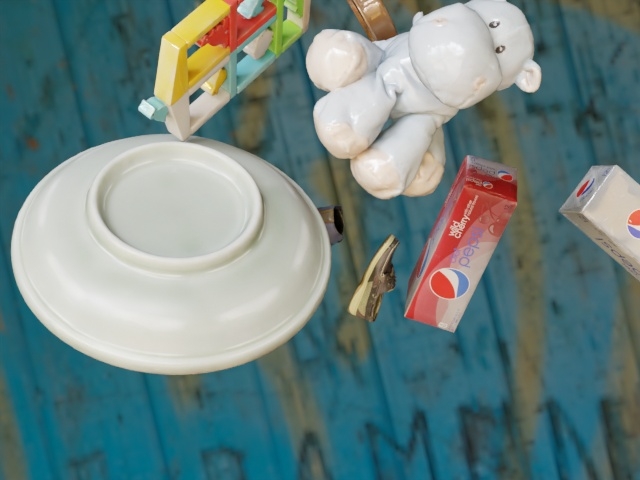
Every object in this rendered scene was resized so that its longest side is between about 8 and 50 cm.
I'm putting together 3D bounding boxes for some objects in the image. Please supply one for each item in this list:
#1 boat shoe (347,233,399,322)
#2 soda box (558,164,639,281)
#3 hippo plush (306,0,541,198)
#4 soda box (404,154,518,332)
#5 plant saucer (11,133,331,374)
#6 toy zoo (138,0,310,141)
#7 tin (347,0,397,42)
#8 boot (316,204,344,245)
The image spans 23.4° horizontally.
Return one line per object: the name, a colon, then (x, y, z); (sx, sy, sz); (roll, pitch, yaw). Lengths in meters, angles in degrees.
boat shoe: (0.089, 0.057, 2.290); (0.056, 0.049, 0.152); (-50, -13, -52)
soda box: (0.515, 0.006, 2.408); (0.098, 0.286, 0.091); (-53, 12, -7)
hippo plush: (0.156, -0.183, 1.890); (0.237, 0.234, 0.294); (-15, 3, 41)
soda box: (0.206, 0.006, 2.279); (0.083, 0.263, 0.092); (18, 36, -5)
plant saucer: (-0.181, -0.017, 1.913); (0.401, 0.400, 0.100); (-14, -39, -20)
toy zoo: (-0.115, -0.244, 1.922); (0.293, 0.030, 0.192); (-45, -19, -26)
tin: (0.050, -0.334, 2.066); (0.040, 0.189, 0.106); (-30, -16, 6)
boot: (0.000, 0.000, 2.186); (0.106, 0.082, 0.219); (-8, -14, 19)
